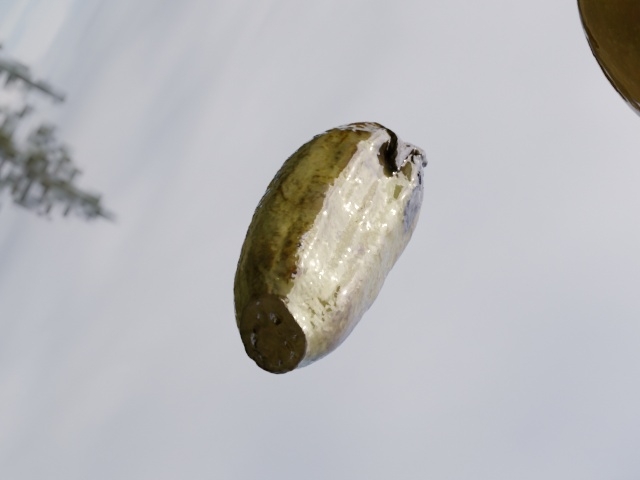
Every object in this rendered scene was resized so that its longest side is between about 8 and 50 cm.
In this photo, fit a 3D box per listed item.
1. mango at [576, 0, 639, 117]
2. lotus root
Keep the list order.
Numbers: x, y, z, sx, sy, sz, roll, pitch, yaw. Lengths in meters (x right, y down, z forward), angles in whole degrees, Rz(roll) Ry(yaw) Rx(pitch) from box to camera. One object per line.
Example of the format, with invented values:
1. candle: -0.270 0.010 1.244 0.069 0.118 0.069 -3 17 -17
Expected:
1. mango: 0.170 -0.063 0.647 0.102 0.184 0.085 -47 166 11
2. lotus root: 0.000 0.000 1.248 0.097 0.110 0.258 -28 -164 34
